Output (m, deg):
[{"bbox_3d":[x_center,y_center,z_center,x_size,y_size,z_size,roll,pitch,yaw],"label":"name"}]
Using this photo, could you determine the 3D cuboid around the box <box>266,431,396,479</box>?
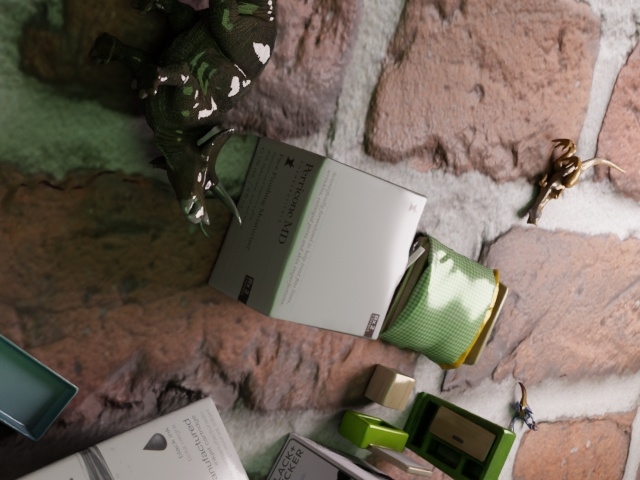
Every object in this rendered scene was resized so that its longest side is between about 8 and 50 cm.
[{"bbox_3d":[0.082,0.350,1.073,0.169,0.290,0.087,32,82,-42],"label":"box"}]

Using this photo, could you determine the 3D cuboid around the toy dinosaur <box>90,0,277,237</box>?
[{"bbox_3d":[-0.110,-0.177,0.843,0.160,0.121,0.313,34,77,-56],"label":"toy dinosaur"}]

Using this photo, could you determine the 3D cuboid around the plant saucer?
[{"bbox_3d":[-0.314,0.119,0.816,0.067,0.018,0.192,-53,134,-14],"label":"plant saucer"}]

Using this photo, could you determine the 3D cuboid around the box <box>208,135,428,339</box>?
[{"bbox_3d":[0.000,0.000,0.984,0.182,0.119,0.180,18,93,-45],"label":"box"}]

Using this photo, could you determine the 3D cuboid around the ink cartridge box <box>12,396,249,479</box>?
[{"bbox_3d":[-0.188,0.300,0.791,0.307,0.129,0.223,-13,75,-59],"label":"ink cartridge box"}]

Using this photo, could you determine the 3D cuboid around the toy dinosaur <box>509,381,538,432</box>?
[{"bbox_3d":[0.351,0.292,1.471,0.082,0.047,0.090,35,70,-62],"label":"toy dinosaur"}]

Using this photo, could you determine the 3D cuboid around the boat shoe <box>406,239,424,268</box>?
[{"bbox_3d":[0.081,0.040,1.130,0.125,0.038,0.046,-42,171,-16],"label":"boat shoe"}]

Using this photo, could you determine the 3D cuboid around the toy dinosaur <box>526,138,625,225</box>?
[{"bbox_3d":[0.385,-0.105,1.347,0.212,0.064,0.112,-34,144,-17],"label":"toy dinosaur"}]

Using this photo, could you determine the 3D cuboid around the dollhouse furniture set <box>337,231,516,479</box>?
[{"bbox_3d":[0.185,0.170,1.193,0.198,0.151,0.301,25,88,-44],"label":"dollhouse furniture set"}]
